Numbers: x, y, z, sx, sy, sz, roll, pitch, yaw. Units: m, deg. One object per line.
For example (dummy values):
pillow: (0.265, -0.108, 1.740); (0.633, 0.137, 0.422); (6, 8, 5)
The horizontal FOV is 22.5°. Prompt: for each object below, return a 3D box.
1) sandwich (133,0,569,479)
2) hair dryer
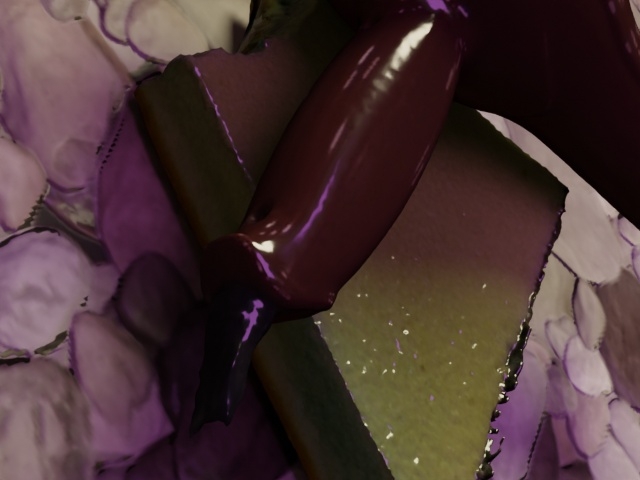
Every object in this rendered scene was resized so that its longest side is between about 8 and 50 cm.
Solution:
sandwich: (0.000, 0.000, 0.728); (0.212, 0.063, 0.245); (40, 43, -15)
hair dryer: (0.053, -0.024, 0.692); (0.312, 0.123, 0.340); (47, 51, -24)
